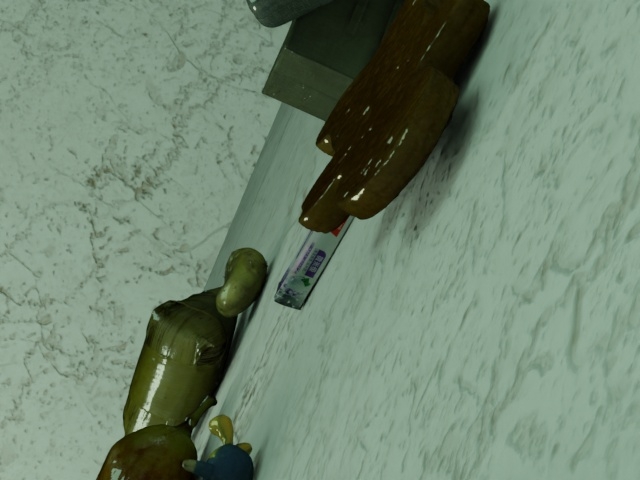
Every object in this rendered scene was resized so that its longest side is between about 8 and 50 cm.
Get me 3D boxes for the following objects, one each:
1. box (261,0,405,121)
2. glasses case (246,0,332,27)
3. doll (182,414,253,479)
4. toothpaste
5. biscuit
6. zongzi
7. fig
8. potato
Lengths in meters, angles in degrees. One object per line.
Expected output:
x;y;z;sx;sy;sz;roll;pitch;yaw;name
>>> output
0.034;-0.309;1.731;0.155;0.148;0.231;129;163;-66;box
0.042;-0.403;1.597;0.323;0.074;0.131;-22;48;21;glasses case
-0.122;0.278;1.269;0.088;0.102;0.179;-17;33;25;doll
0.000;0.000;1.440;0.047;0.040;0.196;-80;17;-54;toothpaste
0.079;-0.124;1.173;0.283;0.064;0.432;-54;12;16;biscuit
-0.229;0.221;2.099;0.274;0.145;0.300;-69;-10;18;zongzi
-0.238;0.331;1.768;0.274;0.145;0.170;-55;1;-39;fig
-0.134;0.072;2.018;0.091;0.070;0.138;125;165;-49;potato
